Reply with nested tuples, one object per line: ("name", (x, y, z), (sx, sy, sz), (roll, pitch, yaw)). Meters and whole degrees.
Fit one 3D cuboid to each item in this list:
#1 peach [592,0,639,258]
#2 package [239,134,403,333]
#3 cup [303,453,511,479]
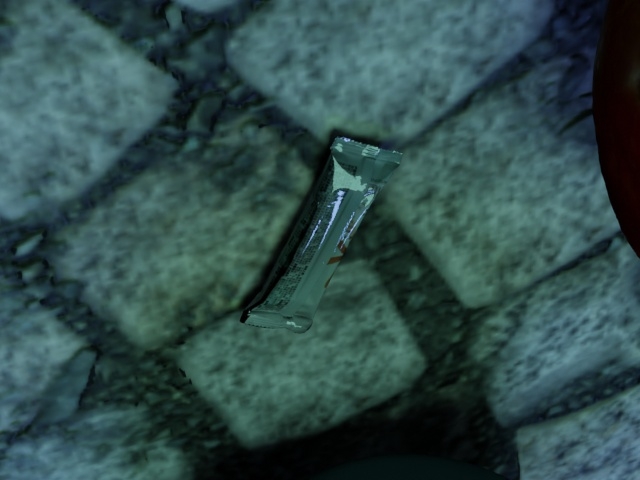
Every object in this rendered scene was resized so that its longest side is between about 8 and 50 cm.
("peach", (0.207, -0.059, 0.474), (0.243, 0.199, 0.243), (-7, 147, -4))
("package", (0.000, 0.000, 0.570), (0.037, 0.015, 0.110), (8, 128, -29))
("cup", (0.079, 0.251, 0.682), (0.290, 0.219, 0.257), (-3, 132, -2))
